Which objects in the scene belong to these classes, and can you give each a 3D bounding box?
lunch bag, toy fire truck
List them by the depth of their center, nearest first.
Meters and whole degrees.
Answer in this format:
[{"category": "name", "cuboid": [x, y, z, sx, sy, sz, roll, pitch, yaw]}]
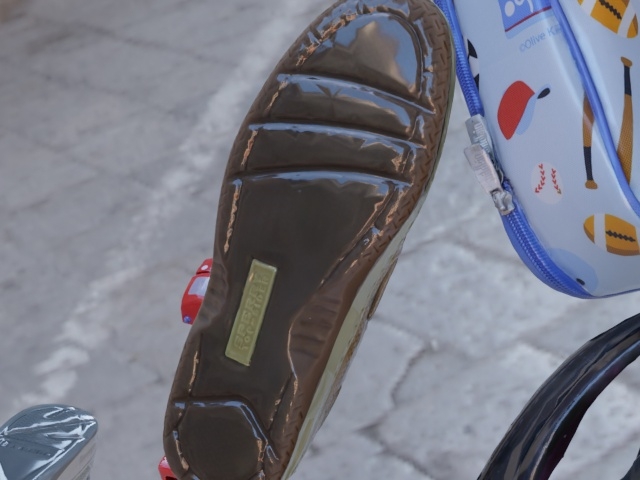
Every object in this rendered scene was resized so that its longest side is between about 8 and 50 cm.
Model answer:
[{"category": "lunch bag", "cuboid": [0.206, -0.086, 0.854, 0.303, 0.243, 0.115, -9, -15, -35]}, {"category": "toy fire truck", "cuboid": [-0.105, 0.127, 1.390, 0.047, 0.192, 0.135, 12, 40, 19]}]

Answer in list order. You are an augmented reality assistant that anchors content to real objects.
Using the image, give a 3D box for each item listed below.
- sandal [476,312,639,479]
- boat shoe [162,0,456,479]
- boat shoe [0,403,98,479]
[{"category": "sandal", "cuboid": [0.103, 0.126, 0.578, 0.168, 0.445, 0.107, -5, 47, -41]}, {"category": "boat shoe", "cuboid": [0.000, 0.000, 0.538, 0.068, 0.190, 0.072, 30, 16, 18]}, {"category": "boat shoe", "cuboid": [-0.297, 0.264, 1.338, 0.118, 0.103, 0.320, 10, 31, 19]}]
